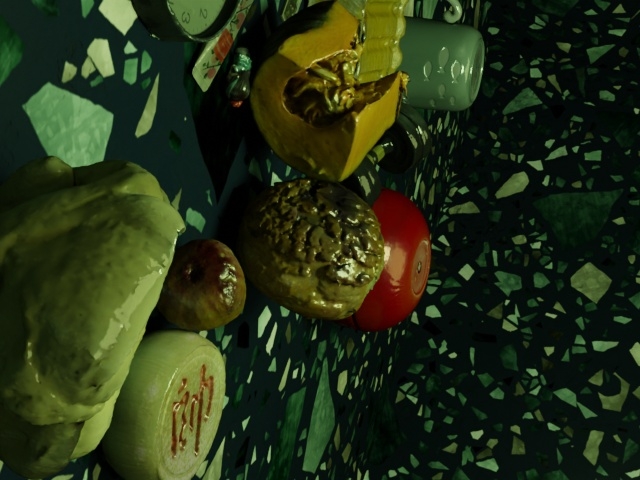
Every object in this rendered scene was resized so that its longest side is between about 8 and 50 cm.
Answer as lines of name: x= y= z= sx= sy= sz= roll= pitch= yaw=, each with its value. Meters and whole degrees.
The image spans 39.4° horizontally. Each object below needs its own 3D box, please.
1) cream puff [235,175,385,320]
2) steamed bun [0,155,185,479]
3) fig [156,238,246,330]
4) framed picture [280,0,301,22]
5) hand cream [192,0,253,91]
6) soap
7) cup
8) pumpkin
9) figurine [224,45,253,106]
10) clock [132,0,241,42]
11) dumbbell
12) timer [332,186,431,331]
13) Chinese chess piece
cream puff: x=0.000 y=0.000 z=1.781 sx=0.342 sy=0.327 sz=0.231 roll=2 pitch=123 yaw=-39
steamed bun: x=-0.309 y=0.078 z=1.037 sx=0.372 sy=0.230 sz=0.325 roll=125 pitch=-21 yaw=-46
fig: x=-0.211 y=0.101 z=1.569 sx=0.257 sy=0.159 sz=0.159 roll=112 pitch=-3 yaw=-68
framed picture: x=-0.060 y=-0.481 z=1.846 sx=0.066 sy=0.006 sz=0.089 roll=61 pitch=43 yaw=-63
hand cream: x=-0.164 y=-0.372 z=1.546 sx=0.080 sy=0.050 sz=0.234 roll=61 pitch=49 yaw=-69
soap: x=0.083 y=-0.458 z=2.059 sx=0.335 sy=0.156 sz=0.294 roll=-38 pitch=140 yaw=-64
cup: x=0.313 y=-0.541 z=2.512 sx=0.259 sy=0.274 sz=0.357 roll=-57 pitch=153 yaw=-51
pumpkin: x=0.003 y=-0.284 z=1.737 sx=0.256 sy=0.303 sz=0.225 roll=-37 pitch=-170 yaw=47
figurine: x=-0.148 y=-0.300 z=1.634 sx=0.060 sy=0.047 sz=0.106 roll=114 pitch=-14 yaw=-68
clock: x=-0.195 y=-0.455 z=1.366 sx=0.312 sy=0.061 sz=0.313 roll=11 pitch=90 yaw=-71
dumbbell: x=0.123 y=-0.198 z=2.176 sx=0.388 sy=0.185 sz=0.185 roll=-41 pitch=143 yaw=-33
timer: x=0.133 y=0.048 z=2.322 sx=0.378 sy=0.279 sz=0.378 roll=11 pitch=90 yaw=-69
Chinese chess piece: x=-0.263 y=0.284 z=1.522 sx=0.270 sy=0.112 sz=0.270 roll=10 pitch=90 yaw=-71
